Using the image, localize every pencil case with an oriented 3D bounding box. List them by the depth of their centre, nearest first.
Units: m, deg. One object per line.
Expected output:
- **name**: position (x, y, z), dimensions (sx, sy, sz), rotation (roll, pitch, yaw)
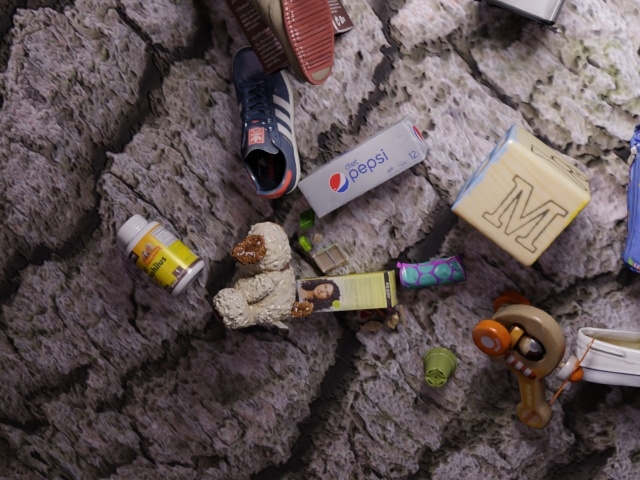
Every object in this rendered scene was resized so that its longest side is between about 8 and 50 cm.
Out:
- **pencil case**: position (0.672, -0.078, 1.492), dimensions (0.133, 0.119, 0.305), rotation (-4, 109, -6)
- **pencil case**: position (0.257, 0.071, 1.707), dimensions (0.152, 0.064, 0.070), rotation (-12, 121, 20)

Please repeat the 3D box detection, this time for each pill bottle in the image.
- **pill bottle**: position (-0.405, 0.033, 1.873), dimensions (0.215, 0.117, 0.117), rotation (41, 115, 1)

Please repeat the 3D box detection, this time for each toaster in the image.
- **toaster**: position (0.391, -0.478, 1.414), dimensions (0.186, 0.168, 0.110), rotation (25, 113, 8)

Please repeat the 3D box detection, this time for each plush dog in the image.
- **plush dog**: position (-0.125, 0.068, 1.732), dimensions (0.211, 0.262, 0.225), rotation (1, 105, 9)

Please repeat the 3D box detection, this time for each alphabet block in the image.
- **alphabet block**: position (0.413, -0.097, 1.532), dimensions (0.197, 0.192, 0.193), rotation (38, 117, 3)

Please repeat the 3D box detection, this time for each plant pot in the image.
- **plant pot**: position (0.280, 0.309, 1.775), dimensions (0.083, 0.079, 0.083), rotation (5, 109, 15)

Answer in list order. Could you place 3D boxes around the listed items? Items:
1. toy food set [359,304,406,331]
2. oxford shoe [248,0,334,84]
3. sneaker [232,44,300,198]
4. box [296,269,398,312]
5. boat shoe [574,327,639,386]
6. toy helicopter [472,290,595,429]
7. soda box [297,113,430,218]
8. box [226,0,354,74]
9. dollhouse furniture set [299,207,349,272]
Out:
- **toy food set**: position (0.149, 0.181, 1.807), dimensions (0.122, 0.019, 0.077), rotation (-5, 107, 27)
- **oxford shoe**: position (-0.075, -0.470, 1.465), dimensions (0.130, 0.123, 0.348), rotation (-4, 110, 45)
- **sneaker**: position (-0.130, -0.259, 1.666), dimensions (0.131, 0.148, 0.349), rotation (-10, 105, 20)
- **box**: position (0.063, 0.123, 1.781), dimensions (0.232, 0.058, 0.087), rotation (-7, 91, 19)
- **boat shoe**: position (0.732, 0.223, 1.586), dimensions (0.367, 0.136, 0.156), rotation (1, 106, 27)
- **toy helicopter**: position (0.487, 0.292, 1.666), dimensions (0.235, 0.140, 0.354), rotation (12, 131, 36)
- **soda box**: position (0.095, -0.164, 1.660), dimensions (0.286, 0.091, 0.098), rotation (-29, 99, 24)
- **box**: position (-0.111, -0.564, 1.561), dimensions (0.191, 0.143, 0.381), rotation (-25, 101, 24)
- **dollhouse furniture set**: position (0.000, 0.000, 1.786), dimensions (0.076, 0.058, 0.151), rotation (-27, 118, 16)
